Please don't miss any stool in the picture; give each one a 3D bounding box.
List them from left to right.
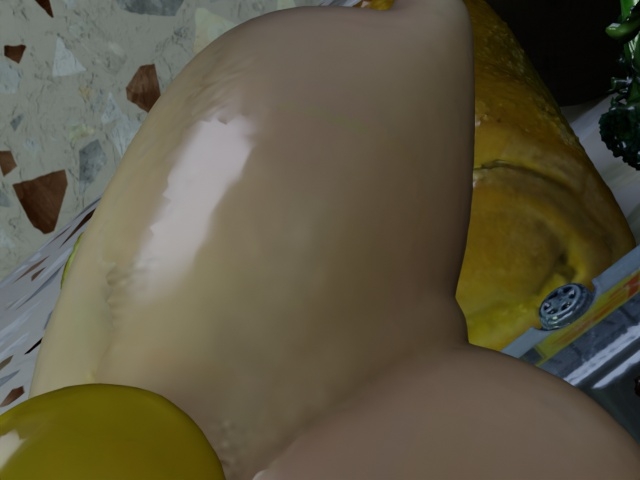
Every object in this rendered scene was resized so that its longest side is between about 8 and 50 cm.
[{"bbox_3d":[0.176,-0.219,1.251,0.179,0.179,0.264,-37,12,5],"label":"stool"}]

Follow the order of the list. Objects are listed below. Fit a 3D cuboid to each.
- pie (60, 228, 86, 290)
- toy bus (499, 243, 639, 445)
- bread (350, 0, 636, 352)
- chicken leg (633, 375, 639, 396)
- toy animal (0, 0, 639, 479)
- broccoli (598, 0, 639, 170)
[{"bbox_3d":[-0.101,-0.015,1.123,0.248,0.090,0.201,-45,-6,-10],"label":"pie"},{"bbox_3d":[0.167,0.029,0.650,0.190,0.064,0.075,-38,24,-1],"label":"toy bus"},{"bbox_3d":[-0.004,-0.006,0.882,0.328,0.148,0.337,-32,29,12],"label":"bread"},{"bbox_3d":[0.166,0.064,0.518,0.093,0.070,0.178,-12,28,3],"label":"chicken leg"},{"bbox_3d":[0.009,0.110,0.490,0.277,0.246,0.345,109,-177,-45],"label":"toy animal"},{"bbox_3d":[0.206,-0.172,0.786,0.297,0.297,0.298,19,-90,-88],"label":"broccoli"}]
